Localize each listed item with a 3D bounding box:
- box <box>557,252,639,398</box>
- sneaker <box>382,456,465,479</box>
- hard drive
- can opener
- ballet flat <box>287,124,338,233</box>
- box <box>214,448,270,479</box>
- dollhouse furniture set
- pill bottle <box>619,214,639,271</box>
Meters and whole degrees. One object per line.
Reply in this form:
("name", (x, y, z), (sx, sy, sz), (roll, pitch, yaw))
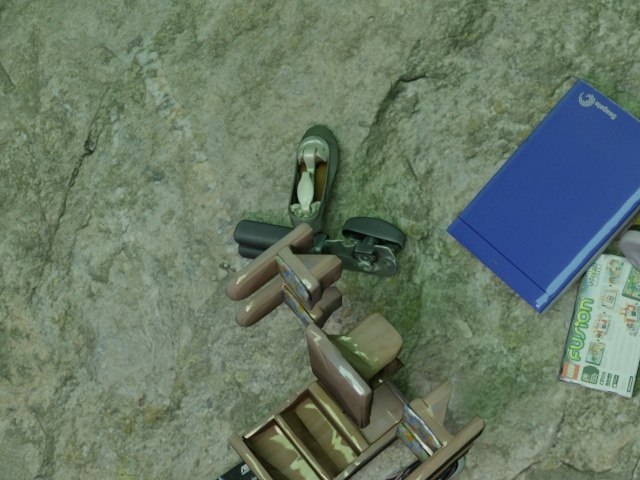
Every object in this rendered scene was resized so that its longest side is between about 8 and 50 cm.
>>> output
("box", (0.441, 0.126, 1.605), (0.114, 0.036, 0.207), (13, 87, 19))
("sneaker", (0.140, 0.380, 1.644), (0.178, 0.077, 0.072), (-44, 71, 8))
("hard drive", (0.374, -0.070, 1.630), (0.318, 0.040, 0.210), (-49, 59, 6))
("can opener", (0.000, 0.000, 1.756), (0.284, 0.076, 0.095), (10, 54, 19))
("ballet flat", (-0.012, -0.112, 1.730), (0.072, 0.068, 0.213), (0, 63, 13))
("box", (-0.117, 0.446, 1.716), (0.180, 0.077, 0.147), (-35, 73, 10))
("dollhouse furniture set", (0.002, 0.242, 1.506), (0.256, 0.394, 0.362), (-38, 73, -12))
("pill bottle", (0.545, -0.041, 1.535), (0.119, 0.119, 0.208), (37, 79, 18))
